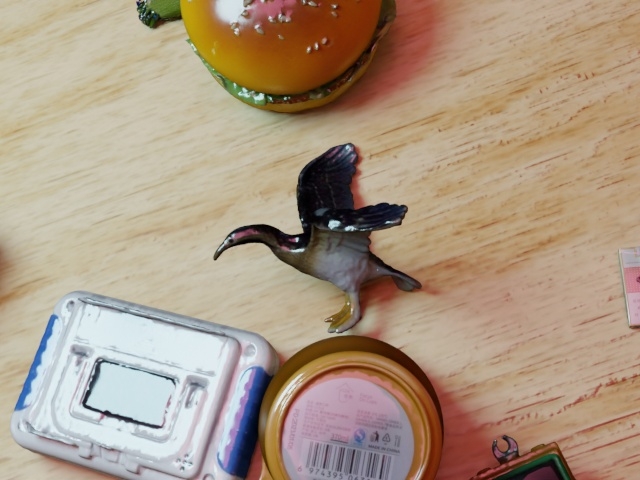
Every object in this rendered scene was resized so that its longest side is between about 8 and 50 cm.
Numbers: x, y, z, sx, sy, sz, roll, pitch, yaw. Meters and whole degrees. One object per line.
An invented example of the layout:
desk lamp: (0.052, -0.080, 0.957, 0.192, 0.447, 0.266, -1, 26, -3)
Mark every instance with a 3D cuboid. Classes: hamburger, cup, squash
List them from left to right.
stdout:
squash: (-0.147, -0.317, 1.132, 0.184, 0.052, 0.052, -17, 66, 7)
hamburger: (-0.040, -0.270, 1.005, 0.246, 0.170, 0.246, -1, 82, 5)
cup: (0.010, 0.181, 0.784, 0.226, 0.264, 0.182, -40, 81, -5)

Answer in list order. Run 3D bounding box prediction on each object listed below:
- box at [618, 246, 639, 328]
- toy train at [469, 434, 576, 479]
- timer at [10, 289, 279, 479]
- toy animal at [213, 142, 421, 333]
box: (0.327, 0.046, 0.906, 0.046, 0.012, 0.083, -5, 67, 10)
toy train: (0.202, 0.269, 0.773, 0.091, 0.136, 0.227, -23, 63, 1)
timer: (-0.182, 0.156, 0.928, 0.254, 0.078, 0.178, 11, 71, 15)
toy animal: (0.001, 0.016, 0.911, 0.197, 0.272, 0.160, -26, 101, -5)
